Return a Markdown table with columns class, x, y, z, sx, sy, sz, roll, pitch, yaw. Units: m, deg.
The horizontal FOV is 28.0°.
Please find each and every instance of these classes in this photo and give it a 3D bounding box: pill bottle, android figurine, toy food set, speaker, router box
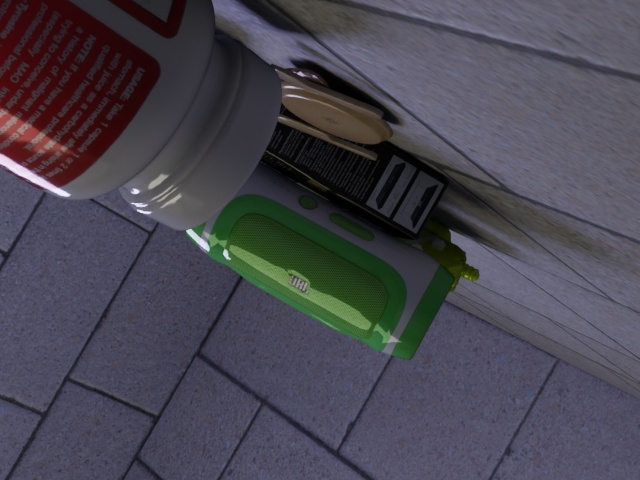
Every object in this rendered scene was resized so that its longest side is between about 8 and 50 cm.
| class | x | y | z | sx | sy | sz | roll | pitch | yaw |
| --- | --- | --- | --- | --- | --- | --- | --- | --- | --- |
| pill bottle | -0.238 | -0.176 | 1.047 | 0.407 | 0.229 | 0.229 | 32 | 177 | -31 |
| android figurine | 0.093 | 0.002 | 1.800 | 0.273 | 0.056 | 0.248 | 28 | -159 | 32 |
| toy food set | 0.013 | -0.136 | 1.258 | 0.132 | 0.039 | 0.192 | 23 | 172 | 3 |
| speaker | -0.001 | 0.018 | 1.467 | 0.296 | 0.131 | 0.131 | 29 | 177 | 6 |
| router box | 0.002 | -0.096 | 1.548 | 0.243 | 0.081 | 0.309 | 30 | 177 | -8 |
